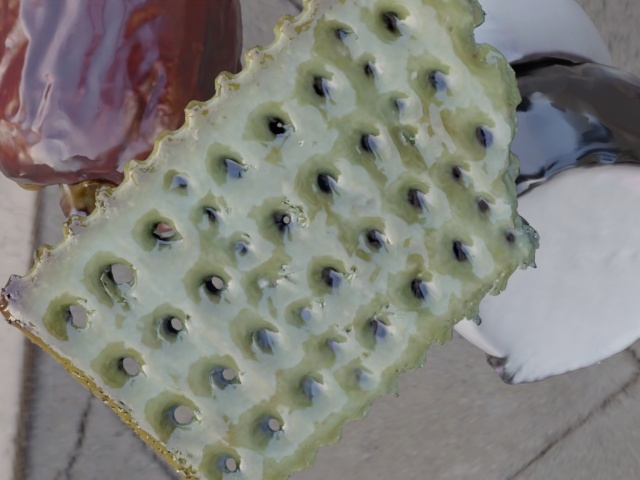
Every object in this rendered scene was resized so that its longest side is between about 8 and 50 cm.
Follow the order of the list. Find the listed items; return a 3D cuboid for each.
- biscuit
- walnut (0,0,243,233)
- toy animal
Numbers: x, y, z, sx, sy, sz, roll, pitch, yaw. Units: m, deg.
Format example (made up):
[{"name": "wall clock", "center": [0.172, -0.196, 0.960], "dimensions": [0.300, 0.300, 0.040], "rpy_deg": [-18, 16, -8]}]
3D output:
[{"name": "biscuit", "center": [0.000, 0.000, 0.485], "dimensions": [0.203, 0.016, 0.144], "rpy_deg": [-41, 111, -1]}, {"name": "walnut", "center": [-0.190, -0.147, 1.082], "dimensions": [0.243, 0.221, 0.269], "rpy_deg": [3, 77, 24]}, {"name": "toy animal", "center": [0.104, -0.054, 0.750], "dimensions": [0.165, 0.187, 0.235], "rpy_deg": [-32, 46, 2]}]
